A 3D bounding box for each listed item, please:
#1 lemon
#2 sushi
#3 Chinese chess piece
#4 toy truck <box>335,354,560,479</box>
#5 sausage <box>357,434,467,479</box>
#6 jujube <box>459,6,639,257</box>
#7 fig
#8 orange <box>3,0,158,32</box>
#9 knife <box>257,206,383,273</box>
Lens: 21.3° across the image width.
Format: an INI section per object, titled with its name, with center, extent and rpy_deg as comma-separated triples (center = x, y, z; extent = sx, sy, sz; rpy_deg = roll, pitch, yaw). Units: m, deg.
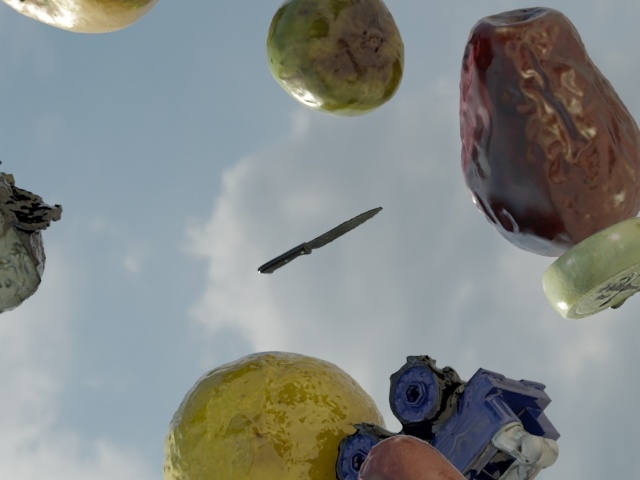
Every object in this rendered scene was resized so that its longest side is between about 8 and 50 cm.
[lemon]
center = -0.045, 0.246, 1.846
extent = 0.310, 0.253, 0.253
rpy_deg = 47, -125, -72
[sushi]
center = -0.360, -0.031, 1.775
extent = 0.212, 0.147, 0.115
rpy_deg = 57, -166, -9
[Chinese chess piece]
center = 0.182, 0.019, 1.082
extent = 0.084, 0.084, 0.034
rpy_deg = 9, -131, -62
[toy truck]
center = 0.140, 0.226, 1.670
extent = 0.161, 0.177, 0.213
rpy_deg = 16, -63, -45
[sausage]
center = 0.064, 0.165, 1.090
extent = 0.054, 0.094, 0.059
rpy_deg = -20, -39, -42
[jujube]
center = 0.228, -0.110, 1.718
extent = 0.190, 0.190, 0.255
rpy_deg = -38, -62, -52
[fig]
center = 0.015, -0.190, 1.665
extent = 0.136, 0.121, 0.153
rpy_deg = 17, -142, -30
[orange]
center = -0.297, -0.382, 2.055
extent = 0.235, 0.279, 0.279
rpy_deg = -64, -32, -14
[knife]
center = 0.000, 0.000, 1.860
extent = 0.023, 0.170, 0.010
rpy_deg = 23, -134, -50
